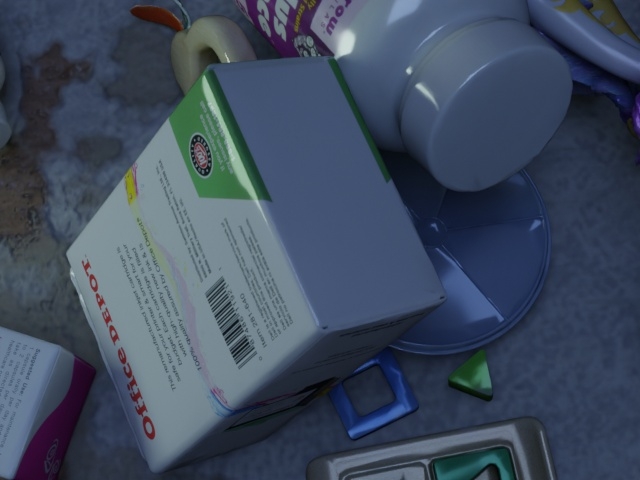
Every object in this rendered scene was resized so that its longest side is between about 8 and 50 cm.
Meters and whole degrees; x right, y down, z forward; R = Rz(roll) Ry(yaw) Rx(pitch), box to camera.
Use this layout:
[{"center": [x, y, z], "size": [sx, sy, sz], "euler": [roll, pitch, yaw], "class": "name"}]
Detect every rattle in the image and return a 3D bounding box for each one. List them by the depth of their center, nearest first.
[{"center": [-0.062, -0.159, 1.139], "size": [0.143, 0.130, 0.199], "euler": [-24, 47, -12], "class": "rattle"}]

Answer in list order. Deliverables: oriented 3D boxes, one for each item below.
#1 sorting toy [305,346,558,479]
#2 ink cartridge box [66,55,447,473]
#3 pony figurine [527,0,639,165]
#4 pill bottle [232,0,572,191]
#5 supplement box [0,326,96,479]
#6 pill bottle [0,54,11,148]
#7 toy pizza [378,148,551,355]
[{"center": [0.096, 0.240, 1.022], "size": [0.196, 0.047, 0.347], "euler": [-12, 74, 2], "class": "sorting toy"}, {"center": [-0.061, 0.025, 0.977], "size": [0.117, 0.278, 0.201], "euler": [-11, 69, -37], "class": "ink cartridge box"}, {"center": [0.326, -0.103, 1.003], "size": [0.351, 0.303, 0.363], "euler": [-38, 59, -14], "class": "pony figurine"}, {"center": [0.053, -0.174, 1.016], "size": [0.169, 0.169, 0.301], "euler": [-36, 52, -5], "class": "pill bottle"}, {"center": [-0.310, 0.112, 1.064], "size": [0.220, 0.111, 0.114], "euler": [15, 77, 10], "class": "supplement box"}, {"center": [-0.337, -0.162, 1.142], "size": [0.112, 0.112, 0.186], "euler": [-23, 73, -1], "class": "pill bottle"}, {"center": [0.088, -0.002, 1.085], "size": [0.201, 0.032, 0.201], "euler": [1, 72, -4], "class": "toy pizza"}]
